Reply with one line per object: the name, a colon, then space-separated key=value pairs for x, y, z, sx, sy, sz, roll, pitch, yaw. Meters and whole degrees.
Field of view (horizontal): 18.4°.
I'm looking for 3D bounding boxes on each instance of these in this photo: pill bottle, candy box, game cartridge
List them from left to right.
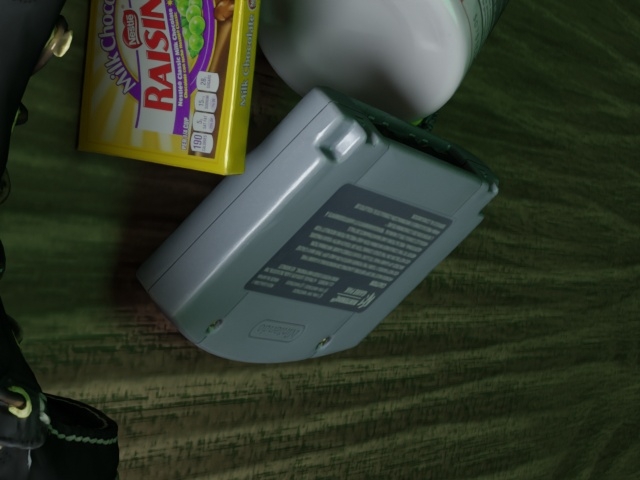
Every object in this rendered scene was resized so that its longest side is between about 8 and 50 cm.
candy box: x=-0.084 y=-0.146 z=1.149 sx=0.027 sy=0.105 sz=0.205 roll=-10 pitch=108 yaw=-61
game cartridge: x=0.000 y=0.000 z=1.348 sx=0.198 sy=0.062 sz=0.297 roll=-42 pitch=159 yaw=14
pill bottle: x=0.075 y=-0.226 z=1.425 sx=0.283 sy=0.161 sz=0.161 roll=-58 pitch=149 yaw=-42

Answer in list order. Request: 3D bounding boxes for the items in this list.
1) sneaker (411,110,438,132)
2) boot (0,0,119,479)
sneaker: x=0.053 y=-0.064 z=1.589 sx=0.082 sy=0.069 sz=0.209 roll=170 pitch=-78 yaw=-79
boot: x=-0.172 y=-0.021 z=0.906 sx=0.377 sy=0.138 sz=0.284 roll=28 pitch=80 yaw=-59
